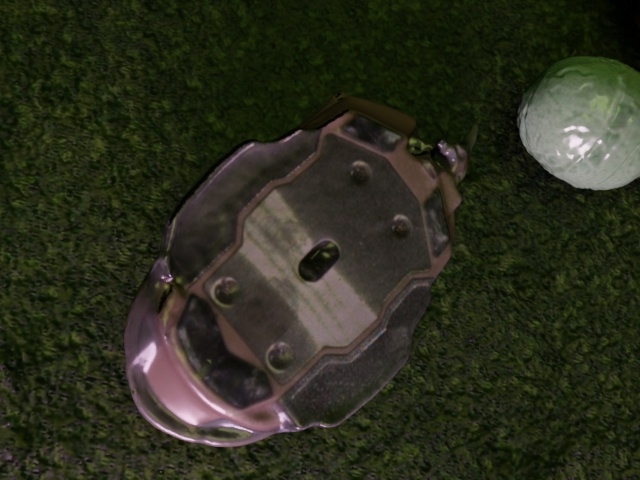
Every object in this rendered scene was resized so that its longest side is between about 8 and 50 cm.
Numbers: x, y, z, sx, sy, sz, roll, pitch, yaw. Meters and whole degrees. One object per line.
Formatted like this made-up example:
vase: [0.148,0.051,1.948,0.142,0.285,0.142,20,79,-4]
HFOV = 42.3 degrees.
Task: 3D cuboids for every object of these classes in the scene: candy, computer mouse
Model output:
candy: [0.378,-0.043,0.779,0.440,0.119,0.119,25,68,-15]
computer mouse: [-0.005,0.002,0.644,0.389,0.115,0.199,-42,105,-34]

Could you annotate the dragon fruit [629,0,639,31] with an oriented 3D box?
dragon fruit: [0.415,-0.253,0.777,0.314,0.296,0.262,28,102,-9]
